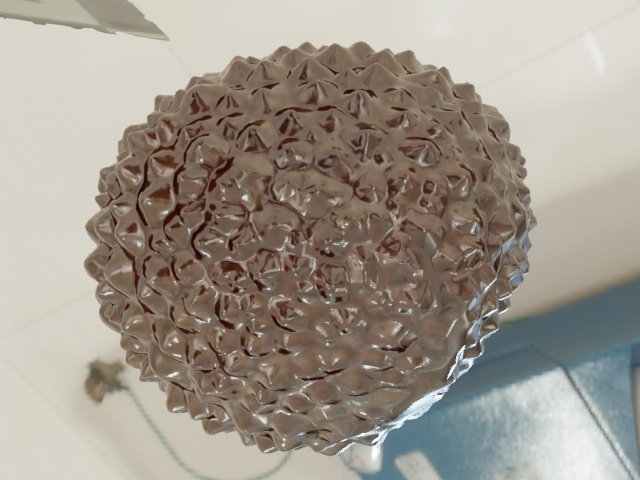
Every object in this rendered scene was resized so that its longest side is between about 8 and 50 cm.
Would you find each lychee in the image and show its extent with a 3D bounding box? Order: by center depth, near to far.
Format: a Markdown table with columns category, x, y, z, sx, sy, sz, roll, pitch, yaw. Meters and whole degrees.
| category | x | y | z | sx | sy | sz | roll | pitch | yaw |
| --- | --- | --- | --- | --- | --- | --- | --- | --- | --- |
| lychee | 0.000 | 0.000 | 0.934 | 0.330 | 0.306 | 0.306 | 14 | 128 | -17 |

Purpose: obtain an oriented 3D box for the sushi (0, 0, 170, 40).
| category | x | y | z | sx | sy | sz | roll | pitch | yaw |
| --- | --- | --- | --- | --- | --- | --- | --- | --- | --- |
| sushi | -0.283 | -0.128 | 0.453 | 0.359 | 0.343 | 0.064 | 1 | 119 | -36 |
